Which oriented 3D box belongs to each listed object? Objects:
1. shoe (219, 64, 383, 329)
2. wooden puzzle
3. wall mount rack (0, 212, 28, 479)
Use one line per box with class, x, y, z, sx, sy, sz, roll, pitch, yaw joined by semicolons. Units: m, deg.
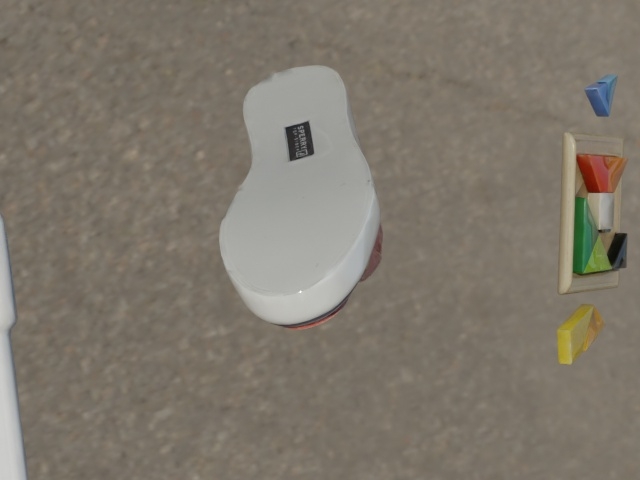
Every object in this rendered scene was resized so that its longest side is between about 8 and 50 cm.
shoe;0.000;0.000;0.662;0.178;0.063;0.081;-93;168;-57
wooden puzzle;0.118;-0.011;0.667;0.078;0.014;0.116;-17;107;-60
wall mount rack;-0.186;0.155;0.410;0.350;0.304;0.130;-10;43;-40
